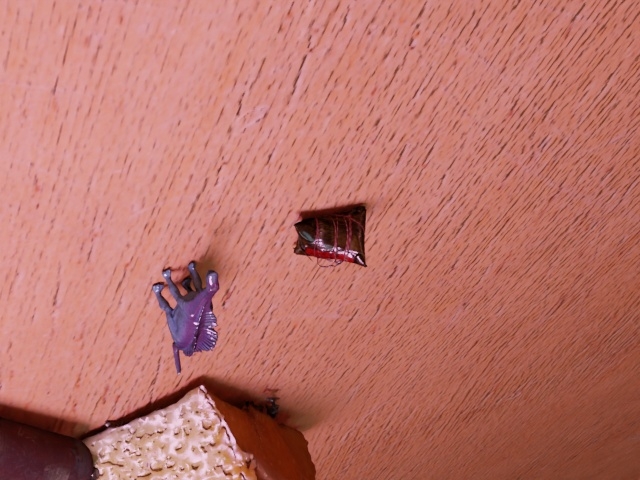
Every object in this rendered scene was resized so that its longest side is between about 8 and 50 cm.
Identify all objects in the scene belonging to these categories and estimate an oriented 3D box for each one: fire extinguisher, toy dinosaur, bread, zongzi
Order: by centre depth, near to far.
[{"bbox_3d":[-0.129,0.072,1.226,0.045,0.080,0.197,-15,155,-26],"label":"toy dinosaur"},{"bbox_3d":[0.000,0.000,1.253,0.083,0.067,0.073,8,157,-20],"label":"zongzi"},{"bbox_3d":[-0.323,0.252,1.396,0.072,0.089,0.267,2,163,25],"label":"fire extinguisher"},{"bbox_3d":[-0.156,0.275,1.643,0.248,0.279,0.315,-27,-162,7],"label":"bread"}]
